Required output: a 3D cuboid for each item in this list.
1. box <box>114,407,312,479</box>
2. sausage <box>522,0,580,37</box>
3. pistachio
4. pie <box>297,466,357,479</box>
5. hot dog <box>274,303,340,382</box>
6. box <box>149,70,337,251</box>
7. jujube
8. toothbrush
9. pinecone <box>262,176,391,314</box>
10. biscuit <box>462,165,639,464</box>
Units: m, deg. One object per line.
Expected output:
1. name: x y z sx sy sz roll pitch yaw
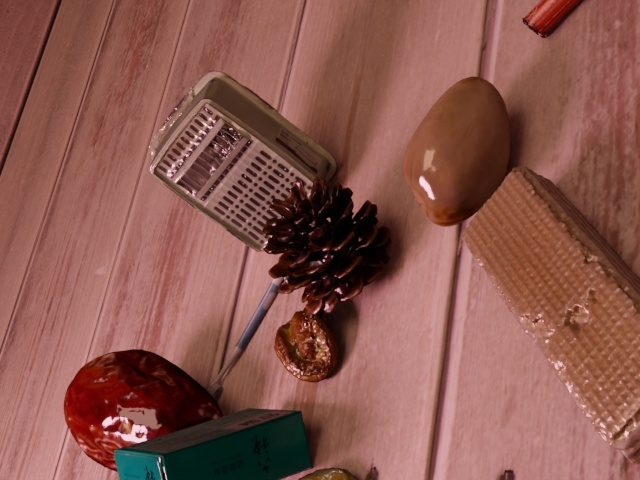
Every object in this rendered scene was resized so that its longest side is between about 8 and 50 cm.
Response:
1. box: -0.155 0.319 1.555 0.153 0.244 0.092 -9 93 54
2. sausage: 0.353 -0.354 1.518 0.145 0.050 0.048 -45 40 25
3. pistachio: 0.197 -0.121 1.494 0.144 0.144 0.215 0 60 56
4. pie: -0.003 0.402 1.465 0.187 0.041 0.187 -36 39 37
5. hot dog: -0.020 0.157 1.659 0.099 0.065 0.147 -41 34 15
6. box: -0.138 -0.138 1.852 0.220 0.290 0.166 -48 14 23
7. jujube: -0.299 0.299 1.821 0.318 0.223 0.223 11 75 48
8. toothbrush: -0.130 0.169 1.855 0.276 0.019 0.025 -59 36 5
9. pinecone: 0.000 0.000 1.629 0.207 0.207 0.208 -36 40 37
10. biscuit: 0.297 0.071 1.242 0.144 0.078 0.426 -53 31 17
